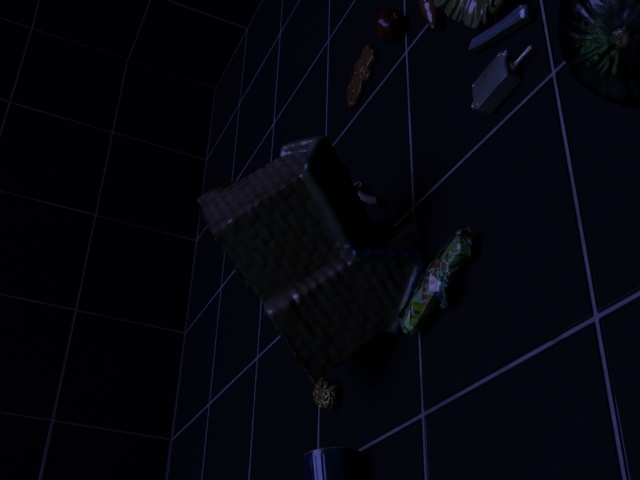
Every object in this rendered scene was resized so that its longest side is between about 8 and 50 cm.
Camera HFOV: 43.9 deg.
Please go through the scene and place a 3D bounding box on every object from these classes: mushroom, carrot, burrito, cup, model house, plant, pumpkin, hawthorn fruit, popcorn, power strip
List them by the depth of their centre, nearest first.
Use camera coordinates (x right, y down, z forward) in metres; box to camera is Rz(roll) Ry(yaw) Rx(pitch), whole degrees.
[{"bbox_3d":[0.467,-0.314,1.121,0.250,0.216,0.250,40,140,44],"label":"pumpkin"},{"bbox_3d":[0.365,-0.330,1.589,0.175,0.042,0.075,-50,32,46],"label":"power strip"},{"bbox_3d":[0.236,0.100,1.606,0.104,0.054,0.288,-104,35,-52],"label":"burrito"},{"bbox_3d":[0.339,-0.590,1.710,0.305,0.297,0.261,26,134,28],"label":"plant"},{"bbox_3d":[0.031,0.555,1.752,0.176,0.131,0.155,82,-176,-58],"label":"cup"},{"bbox_3d":[0.000,0.000,1.834,0.399,0.446,0.395,-33,21,0],"label":"model house"},{"bbox_3d":[0.281,-0.639,1.970,0.102,0.101,0.263,150,126,-62],"label":"carrot"},{"bbox_3d":[0.016,0.380,1.977,0.083,0.057,0.082,-51,32,42],"label":"popcorn"},{"bbox_3d":[0.120,-0.118,2.060,0.187,0.060,0.061,24,91,64],"label":"mushroom"},{"bbox_3d":[0.191,-0.586,2.172,0.093,0.093,0.093,-165,90,-69],"label":"hawthorn fruit"}]

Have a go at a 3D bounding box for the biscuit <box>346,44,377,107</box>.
[{"bbox_3d":[0.117,-0.492,2.359,0.184,0.027,0.133,-62,26,32],"label":"biscuit"}]

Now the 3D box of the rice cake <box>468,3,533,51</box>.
[{"bbox_3d":[0.374,-0.439,1.655,0.207,0.033,0.033,162,111,-67],"label":"rice cake"}]
